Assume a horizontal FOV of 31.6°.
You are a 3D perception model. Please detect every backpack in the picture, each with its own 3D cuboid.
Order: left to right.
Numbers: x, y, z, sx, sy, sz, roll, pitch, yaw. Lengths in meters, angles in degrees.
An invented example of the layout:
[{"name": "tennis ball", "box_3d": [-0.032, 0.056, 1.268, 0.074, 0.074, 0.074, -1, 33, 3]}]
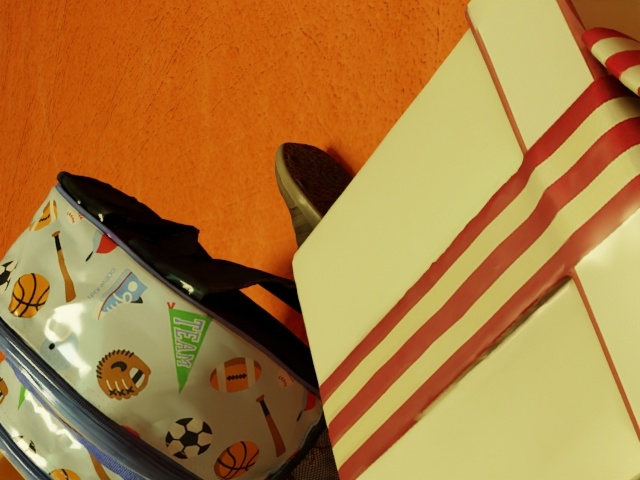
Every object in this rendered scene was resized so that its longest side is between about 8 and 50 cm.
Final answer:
[{"name": "backpack", "box_3d": [-0.109, 0.085, 0.757, 0.277, 0.263, 0.213, 29, 75, 33]}]

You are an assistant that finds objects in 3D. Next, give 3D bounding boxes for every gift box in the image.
[{"name": "gift box", "box_3d": [0.168, 0.048, 0.498, 0.258, 0.255, 0.276, -54, 44, 40]}]

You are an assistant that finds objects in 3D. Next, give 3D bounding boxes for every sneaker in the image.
[{"name": "sneaker", "box_3d": [0.000, 0.000, 0.874, 0.071, 0.066, 0.188, -61, 39, 31]}]

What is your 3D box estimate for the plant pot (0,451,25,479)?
[{"name": "plant pot", "box_3d": [-0.164, 0.265, 0.918, 0.205, 0.188, 0.205, -16, 69, 50]}]
